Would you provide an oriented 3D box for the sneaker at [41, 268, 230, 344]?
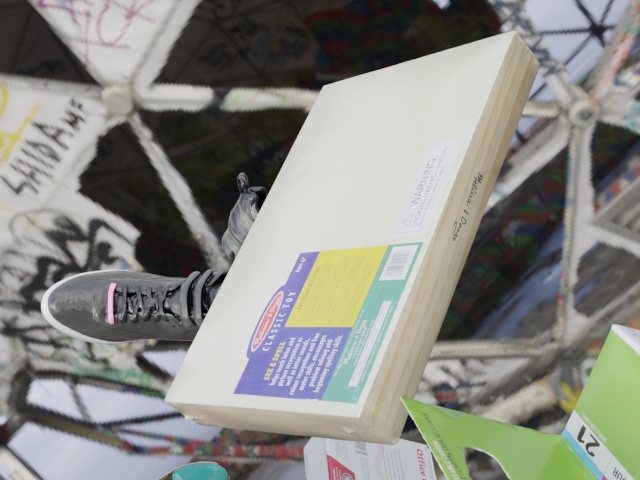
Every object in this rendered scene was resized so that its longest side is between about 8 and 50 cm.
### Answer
[{"bbox_3d":[-0.204,0.078,1.286,0.147,0.296,0.104,146,128,-62],"label":"sneaker"}]

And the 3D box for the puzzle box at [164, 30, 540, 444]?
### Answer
[{"bbox_3d":[0.030,-0.006,0.940,0.272,0.052,0.409,-5,51,48],"label":"puzzle box"}]

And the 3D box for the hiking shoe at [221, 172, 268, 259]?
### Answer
[{"bbox_3d":[0.000,0.000,1.118,0.086,0.227,0.114,-67,-8,-53],"label":"hiking shoe"}]

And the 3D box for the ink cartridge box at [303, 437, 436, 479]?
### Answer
[{"bbox_3d":[0.073,0.343,1.402,0.072,0.175,0.127,-57,25,34],"label":"ink cartridge box"}]

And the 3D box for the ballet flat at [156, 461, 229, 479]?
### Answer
[{"bbox_3d":[-0.213,0.357,1.404,0.168,0.057,0.052,-12,-20,-25],"label":"ballet flat"}]

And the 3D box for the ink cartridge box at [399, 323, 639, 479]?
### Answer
[{"bbox_3d":[0.202,0.128,0.596,0.189,0.255,0.097,-121,49,-66],"label":"ink cartridge box"}]
